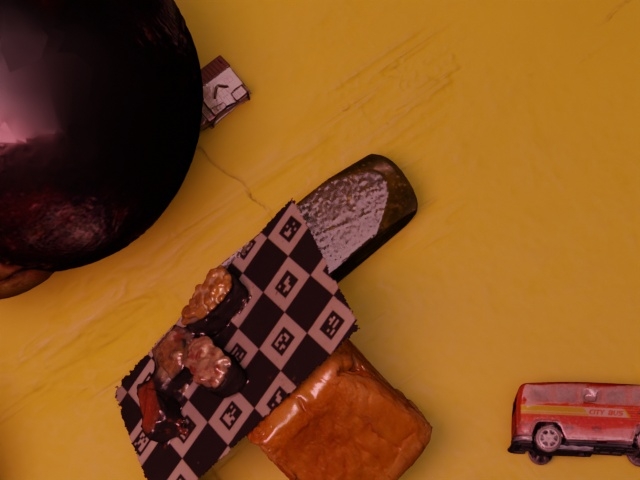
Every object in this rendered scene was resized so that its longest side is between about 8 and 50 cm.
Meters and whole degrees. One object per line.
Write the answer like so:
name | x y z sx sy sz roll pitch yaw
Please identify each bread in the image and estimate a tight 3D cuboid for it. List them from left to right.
bread | 0.004 0.170 1.446 0.143 0.149 0.158 -47 118 -3

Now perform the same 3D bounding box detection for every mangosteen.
mangosteen | -0.316 -0.115 1.446 0.382 0.382 0.435 40 122 8

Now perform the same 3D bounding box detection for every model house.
model house | -0.123 -0.153 1.571 0.083 0.057 0.058 -37 85 -3

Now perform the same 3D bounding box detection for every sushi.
sushi | -0.104 0.103 1.413 0.279 0.043 0.192 -45 43 16

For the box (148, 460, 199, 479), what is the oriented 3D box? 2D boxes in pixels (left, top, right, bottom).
box | -0.107 0.367 1.451 0.252 0.106 0.203 32 81 8

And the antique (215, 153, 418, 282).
antique | 0.000 0.000 1.526 0.221 0.080 0.081 -40 80 -5

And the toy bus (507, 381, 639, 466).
toy bus | 0.276 0.182 1.488 0.174 0.079 0.077 1 70 2
